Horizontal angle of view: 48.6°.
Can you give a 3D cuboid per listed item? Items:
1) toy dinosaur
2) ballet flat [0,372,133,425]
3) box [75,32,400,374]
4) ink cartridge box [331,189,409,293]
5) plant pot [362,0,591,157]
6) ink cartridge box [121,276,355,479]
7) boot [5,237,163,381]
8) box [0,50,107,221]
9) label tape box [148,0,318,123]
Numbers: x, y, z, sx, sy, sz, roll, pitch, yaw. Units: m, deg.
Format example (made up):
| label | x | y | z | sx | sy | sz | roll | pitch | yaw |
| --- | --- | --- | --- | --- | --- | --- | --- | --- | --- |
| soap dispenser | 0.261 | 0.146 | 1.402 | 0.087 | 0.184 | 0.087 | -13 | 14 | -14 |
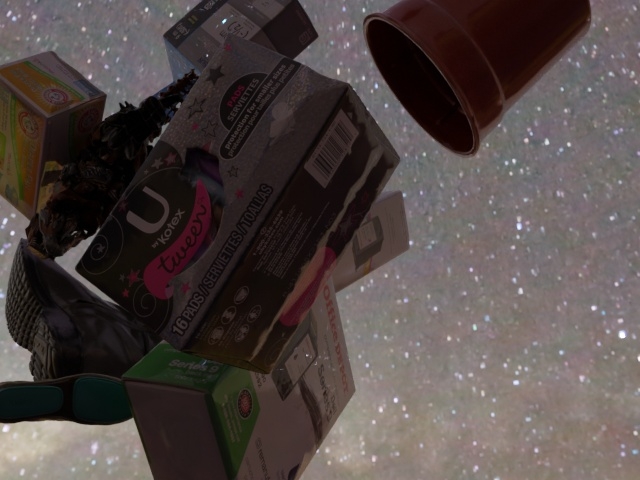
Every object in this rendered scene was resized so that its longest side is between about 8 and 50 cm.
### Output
| label | x | y | z | sx | sy | sz | roll | pitch | yaw |
| --- | --- | --- | --- | --- | --- | --- | --- | --- | --- |
| toy dinosaur | -0.263 | -0.115 | 0.937 | 0.218 | 0.322 | 0.164 | 2 | -17 | 46 |
| ballet flat | -0.282 | 0.171 | 0.773 | 0.168 | 0.057 | 0.052 | 13 | -13 | -36 |
| box | -0.067 | -0.028 | 0.637 | 0.142 | 0.247 | 0.163 | 29 | -4 | 28 |
| ink cartridge box | 0.000 | 0.000 | 1.336 | 0.226 | 0.306 | 0.131 | -1 | -74 | 35 |
| plant pot | 0.253 | -0.318 | 1.106 | 0.265 | 0.272 | 0.272 | -39 | -51 | -3 |
| ink cartridge box | -0.078 | 0.174 | 0.851 | 0.122 | 0.289 | 0.211 | 1 | -64 | 27 |
| boot | -0.321 | 0.113 | 1.036 | 0.223 | 0.338 | 0.118 | 5 | -62 | -37 |
| box | -0.389 | -0.142 | 0.992 | 0.114 | 0.103 | 0.203 | 38 | -48 | 11 |
| label tape box | -0.211 | -0.389 | 1.469 | 0.348 | 0.249 | 0.115 | -41 | -43 | -3 |
